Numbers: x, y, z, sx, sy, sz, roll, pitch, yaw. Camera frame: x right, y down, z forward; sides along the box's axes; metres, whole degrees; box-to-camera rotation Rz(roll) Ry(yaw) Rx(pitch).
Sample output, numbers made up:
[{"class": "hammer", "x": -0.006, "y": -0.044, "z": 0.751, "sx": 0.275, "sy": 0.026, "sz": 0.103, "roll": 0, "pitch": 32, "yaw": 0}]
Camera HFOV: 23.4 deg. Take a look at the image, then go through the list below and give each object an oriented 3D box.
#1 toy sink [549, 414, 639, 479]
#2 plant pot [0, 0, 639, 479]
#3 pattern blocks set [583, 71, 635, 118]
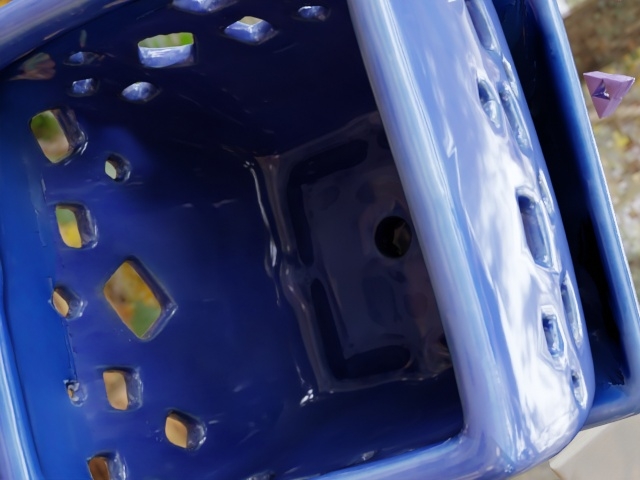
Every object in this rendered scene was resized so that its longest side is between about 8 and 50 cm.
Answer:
[{"class": "toy sink", "x": 0.293, "y": 0.112, "z": 1.100, "sx": 0.153, "sy": 0.234, "sz": 0.131, "roll": 43, "pitch": 14, "yaw": -12}, {"class": "plant pot", "x": 0.000, "y": 0.000, "z": 0.660, "sx": 0.212, "sy": 0.236, "sz": 0.236, "roll": 0, "pitch": 73, "yaw": -56}, {"class": "pattern blocks set", "x": 0.343, "y": -0.153, "z": 1.241, "sx": 0.325, "sy": 0.026, "sz": 0.285, "roll": 2, "pitch": -76, "yaw": 47}]
